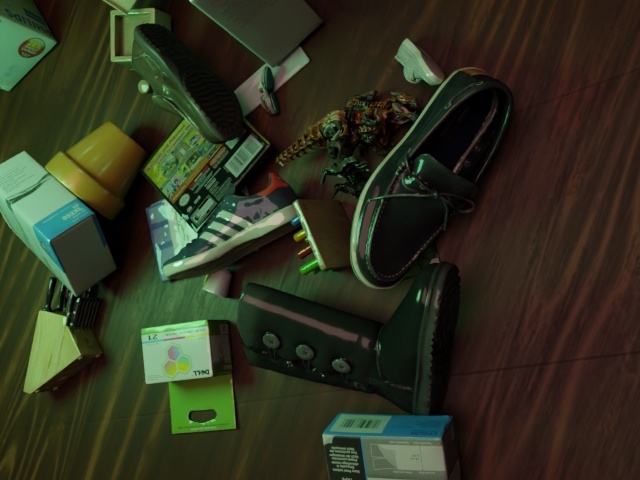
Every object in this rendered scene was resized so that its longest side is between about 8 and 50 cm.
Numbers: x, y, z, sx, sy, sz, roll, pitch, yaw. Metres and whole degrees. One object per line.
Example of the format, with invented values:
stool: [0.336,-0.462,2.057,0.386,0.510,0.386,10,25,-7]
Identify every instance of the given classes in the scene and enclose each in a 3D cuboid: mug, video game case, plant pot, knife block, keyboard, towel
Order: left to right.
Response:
knife block: [-0.679,0.226,1.817,0.275,0.088,0.242,-37,72,15]
plant pot: [-0.538,-0.186,1.753,0.205,0.205,0.188,37,84,21]
towel: [-0.287,-0.033,1.712,0.285,0.034,0.209,-19,78,20]
video game case: [-0.274,-0.193,1.691,0.275,0.035,0.248,-49,65,7]
mug: [-0.246,0.094,1.670,0.078,0.062,0.064,19,84,16]
keyboard: [-0.140,-0.375,1.699,0.256,0.014,0.072,-38,78,15]

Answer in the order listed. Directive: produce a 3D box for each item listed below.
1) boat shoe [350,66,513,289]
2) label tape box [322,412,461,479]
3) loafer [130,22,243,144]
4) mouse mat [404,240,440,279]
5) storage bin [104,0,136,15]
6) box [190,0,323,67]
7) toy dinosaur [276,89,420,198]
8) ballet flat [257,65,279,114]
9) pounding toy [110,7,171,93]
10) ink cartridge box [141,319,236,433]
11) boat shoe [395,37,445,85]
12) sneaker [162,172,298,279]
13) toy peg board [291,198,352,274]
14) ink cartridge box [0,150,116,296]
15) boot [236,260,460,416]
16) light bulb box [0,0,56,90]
boat shoe: [0.221,-0.120,1.417,0.187,0.156,0.500,30,93,-21]
label tape box: [0.154,0.516,1.389,0.240,0.106,0.334,-5,100,22]
loafer: [-0.318,-0.350,1.661,0.366,0.134,0.130,51,132,17]
mouse mat: [0.170,-0.008,1.539,0.152,0.007,0.190,-17,78,20]
storage bin: [-0.558,-0.705,1.716,0.123,0.260,0.262,-49,38,16]
box: [-0.175,-0.565,1.542,0.168,0.345,0.215,-39,68,13]
toy dinosaur: [0.065,-0.215,1.552,0.322,0.164,0.218,-26,60,36]
ballet flat: [-0.128,-0.352,1.666,0.041,0.041,0.114,-9,96,21]
pounding toy: [-0.427,-0.471,1.786,0.181,0.094,0.206,2,95,17]
ink cartridge box: [-0.306,0.322,1.651,0.188,0.097,0.255,-10,80,21]
boat shoe: [0.203,-0.367,1.497,0.063,0.066,0.184,-52,40,23]
sneaker: [-0.212,-0.035,1.596,0.350,0.131,0.148,-27,78,3]
toy peg board: [0.000,0.000,1.532,0.079,0.161,0.161,-33,73,31]
ink cartridge box: [-0.664,-0.043,1.738,0.307,0.223,0.129,37,61,27]
boot: [0.041,0.158,1.440,0.445,0.146,0.367,17,121,24]
light bulb box: [-0.964,-0.638,1.872,0.225,0.358,0.361,-38,71,17]
